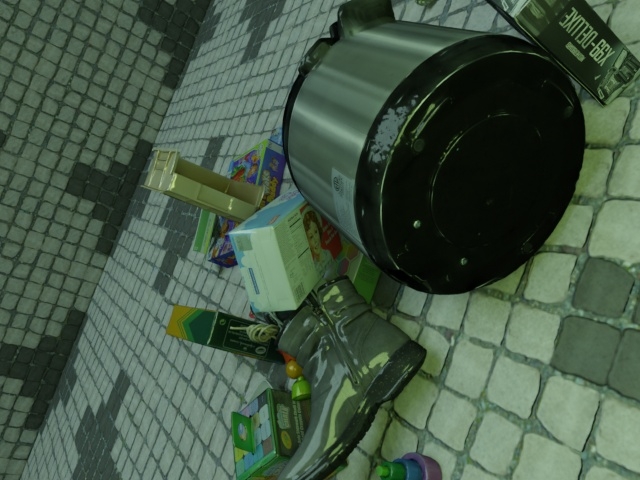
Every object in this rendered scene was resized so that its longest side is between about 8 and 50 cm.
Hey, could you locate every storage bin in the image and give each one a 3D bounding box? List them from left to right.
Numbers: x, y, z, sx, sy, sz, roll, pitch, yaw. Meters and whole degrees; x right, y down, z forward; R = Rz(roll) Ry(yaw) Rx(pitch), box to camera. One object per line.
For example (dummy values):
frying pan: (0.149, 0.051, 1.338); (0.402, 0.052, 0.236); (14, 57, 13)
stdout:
storage bin: (-0.328, -0.150, 1.484); (0.260, 0.262, 0.123); (17, 86, 58)

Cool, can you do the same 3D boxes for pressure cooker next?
pressure cooker: (0.136, -0.160, 0.856); (0.370, 0.375, 0.420); (-63, 33, 11)

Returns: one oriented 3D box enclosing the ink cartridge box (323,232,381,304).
ink cartridge box: (0.079, 0.029, 1.111); (0.109, 0.062, 0.210); (12, 80, 58)

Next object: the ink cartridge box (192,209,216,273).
ink cartridge box: (-0.371, -0.029, 1.724); (0.235, 0.056, 0.171); (-91, 19, -59)

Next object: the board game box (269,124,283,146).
board game box: (-0.132, -0.314, 1.674); (0.090, 0.020, 0.090); (-13, 60, 51)

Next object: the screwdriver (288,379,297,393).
screwdriver: (-0.075, 0.332, 1.108); (0.170, 0.025, 0.024); (-42, 31, -29)

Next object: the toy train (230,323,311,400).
toy train: (-0.045, 0.233, 1.001); (0.105, 0.247, 0.144); (126, 142, -52)

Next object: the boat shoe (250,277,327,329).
boat shoe: (-0.063, 0.146, 1.139); (0.119, 0.121, 0.335); (-30, 2, -22)

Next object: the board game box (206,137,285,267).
board game box: (-0.222, -0.108, 1.623); (0.233, 0.078, 0.348); (-19, 56, 50)

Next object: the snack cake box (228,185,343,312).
snack cake box: (-0.051, 0.002, 0.988); (0.089, 0.152, 0.264); (-8, 18, 24)

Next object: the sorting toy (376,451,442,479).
sorting toy: (0.134, 0.461, 0.703); (0.127, 0.126, 0.366); (-42, 40, 34)

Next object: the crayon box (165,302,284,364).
crayon box: (-0.244, 0.228, 1.331); (0.322, 0.203, 0.083); (-3, 68, 56)

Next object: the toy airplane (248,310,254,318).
toy airplane: (-0.135, 0.139, 1.388); (0.151, 0.028, 0.151); (-32, 47, 43)

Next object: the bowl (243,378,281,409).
bowl: (-0.114, 0.394, 1.177); (0.142, 0.053, 0.142); (-61, 33, 11)

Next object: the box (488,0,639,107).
box: (0.325, -0.364, 0.828); (0.076, 0.242, 0.308); (-48, 38, 27)

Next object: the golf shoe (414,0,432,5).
golf shoe: (0.270, -0.632, 1.264); (0.176, 0.069, 0.086); (-64, 6, 8)

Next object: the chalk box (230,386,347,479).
chalk box: (-0.079, 0.369, 0.990); (0.132, 0.213, 0.133); (-46, 38, 30)

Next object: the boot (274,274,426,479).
boot: (-0.002, 0.241, 0.912); (0.222, 0.118, 0.338); (39, 77, 21)
